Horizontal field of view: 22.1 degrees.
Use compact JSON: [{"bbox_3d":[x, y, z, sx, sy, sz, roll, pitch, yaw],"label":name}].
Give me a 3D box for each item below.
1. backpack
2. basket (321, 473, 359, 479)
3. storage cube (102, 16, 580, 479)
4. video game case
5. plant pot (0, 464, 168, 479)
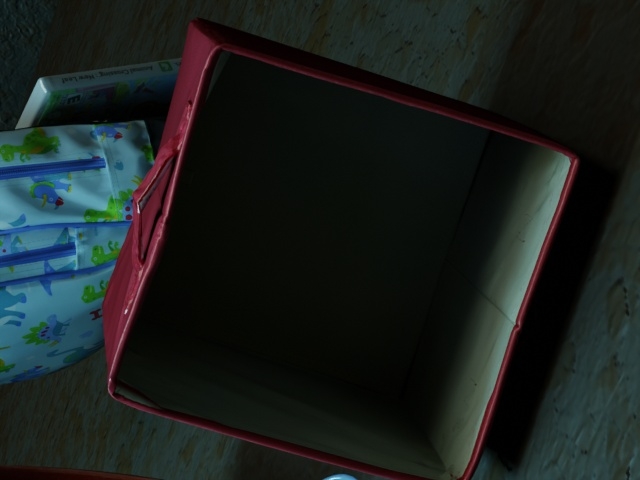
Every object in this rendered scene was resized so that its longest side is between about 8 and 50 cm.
[{"bbox_3d":[-0.310,0.015,1.518,0.290,0.356,0.273,134,139,-56],"label":"backpack"},{"bbox_3d":[-0.061,0.274,0.830,0.289,0.201,0.255,-36,27,6],"label":"basket"},{"bbox_3d":[0.000,0.000,0.871,0.193,0.215,0.183,-127,54,-75],"label":"storage cube"},{"bbox_3d":[-0.221,-0.106,1.640,0.023,0.193,0.212,63,143,21],"label":"video game case"},{"bbox_3d":[-0.168,0.298,1.068,0.272,0.272,0.265,-176,93,-71],"label":"plant pot"}]
